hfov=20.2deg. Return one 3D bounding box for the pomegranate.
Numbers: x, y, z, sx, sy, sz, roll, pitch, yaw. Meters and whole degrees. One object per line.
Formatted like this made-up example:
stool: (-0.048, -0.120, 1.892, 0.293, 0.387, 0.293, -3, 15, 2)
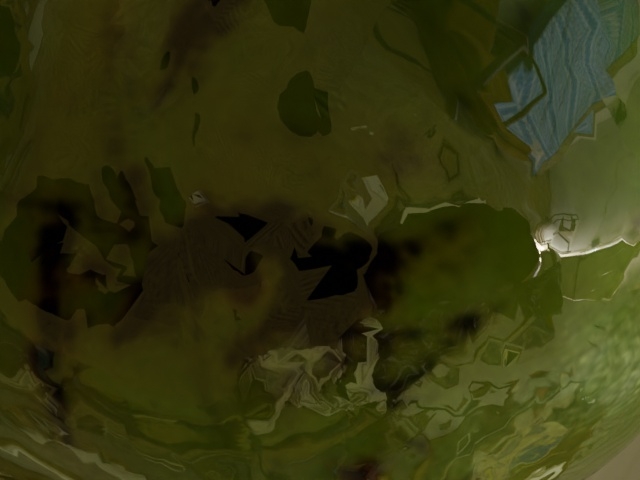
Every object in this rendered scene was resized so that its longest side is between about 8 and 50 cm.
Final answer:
pomegranate: (0.000, 0.000, 0.520, 0.261, 0.260, 0.340, -7, -63, 24)
